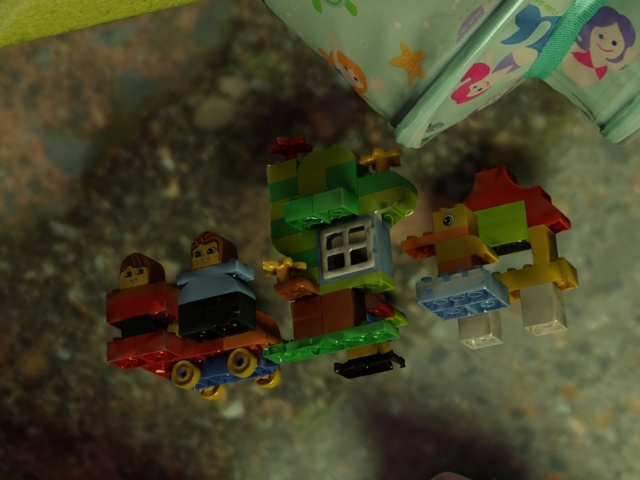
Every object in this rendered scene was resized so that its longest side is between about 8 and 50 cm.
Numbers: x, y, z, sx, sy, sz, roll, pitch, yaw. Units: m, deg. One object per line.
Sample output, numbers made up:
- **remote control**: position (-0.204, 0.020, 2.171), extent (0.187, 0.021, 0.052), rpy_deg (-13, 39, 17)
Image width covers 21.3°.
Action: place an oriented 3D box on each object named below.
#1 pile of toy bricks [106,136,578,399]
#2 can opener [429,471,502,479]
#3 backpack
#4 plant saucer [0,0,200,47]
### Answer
- **pile of toy bricks**: position (0.000, 0.000, 0.784), extent (0.212, 0.118, 0.105), rpy_deg (-14, 67, 23)
- **can opener**: position (0.158, 0.196, 0.789), extent (0.283, 0.095, 0.076), rpy_deg (24, 106, 6)
- **backpack**: position (0.104, -0.145, 0.660), extent (0.253, 0.225, 0.191), rpy_deg (-41, 89, 23)
- **plant saucer**: position (-0.077, -0.192, 0.725), extent (0.188, 0.045, 0.188), rpy_deg (-16, 101, -20)
